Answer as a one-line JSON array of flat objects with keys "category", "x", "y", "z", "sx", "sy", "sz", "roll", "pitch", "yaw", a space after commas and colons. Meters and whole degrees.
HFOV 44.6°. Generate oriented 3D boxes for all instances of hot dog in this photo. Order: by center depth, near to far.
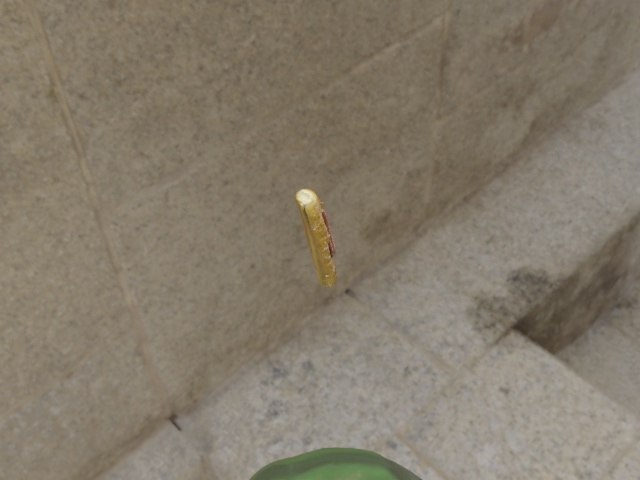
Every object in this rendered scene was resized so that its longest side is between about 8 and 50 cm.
[{"category": "hot dog", "x": 0.000, "y": 0.000, "z": 1.394, "sx": 0.047, "sy": 0.066, "sz": 0.215, "roll": -16, "pitch": 128, "yaw": -1}]

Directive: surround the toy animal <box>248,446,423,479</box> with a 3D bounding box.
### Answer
[{"category": "toy animal", "x": 0.046, "y": 0.295, "z": 0.599, "sx": 0.191, "sy": 0.216, "sz": 0.338, "roll": -26, "pitch": 121, "yaw": -11}]
